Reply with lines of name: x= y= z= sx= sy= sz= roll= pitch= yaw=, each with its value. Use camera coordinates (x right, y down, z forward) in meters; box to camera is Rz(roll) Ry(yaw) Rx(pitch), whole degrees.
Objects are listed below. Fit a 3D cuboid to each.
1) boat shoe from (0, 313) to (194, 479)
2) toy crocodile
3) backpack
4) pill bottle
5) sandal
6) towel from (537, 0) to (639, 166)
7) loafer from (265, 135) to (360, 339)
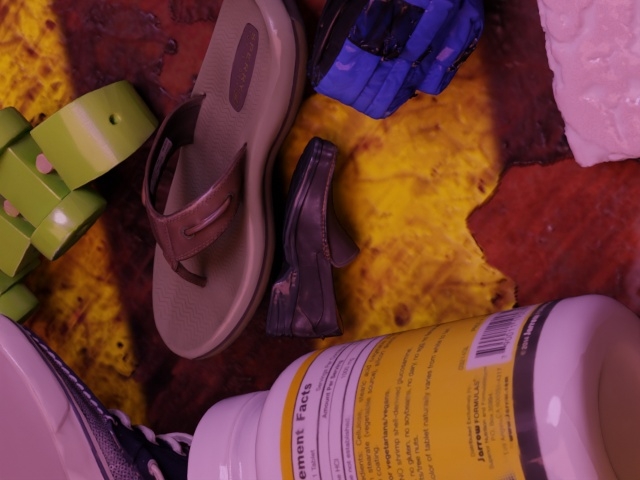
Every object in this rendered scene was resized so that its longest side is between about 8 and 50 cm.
boat shoe: x=-0.166 y=0.188 z=1.482 sx=0.127 sy=0.158 sz=0.341 roll=-23 pitch=98 yaw=42
toy crocodile: x=-0.250 y=-0.012 z=1.474 sx=0.115 sy=0.105 sz=0.340 roll=44 pitch=129 yaw=3
backpack: x=0.050 y=-0.142 z=1.250 sx=0.101 sy=0.098 sz=0.120 roll=29 pitch=123 yaw=-10
pill bottle: x=0.077 y=0.158 z=1.319 sx=0.334 sy=0.188 sz=0.188 roll=-14 pitch=105 yaw=32
sandal: x=-0.089 y=-0.053 z=1.348 sx=0.120 sy=0.086 sz=0.303 roll=36 pitch=124 yaw=41
towel: x=0.268 y=-0.217 z=1.129 sx=0.317 sy=0.053 sz=0.332 roll=-5 pitch=109 yaw=29
loafer: x=0.000 y=0.000 z=1.372 sx=0.061 sy=0.062 sz=0.170 roll=10 pitch=123 yaw=-1
